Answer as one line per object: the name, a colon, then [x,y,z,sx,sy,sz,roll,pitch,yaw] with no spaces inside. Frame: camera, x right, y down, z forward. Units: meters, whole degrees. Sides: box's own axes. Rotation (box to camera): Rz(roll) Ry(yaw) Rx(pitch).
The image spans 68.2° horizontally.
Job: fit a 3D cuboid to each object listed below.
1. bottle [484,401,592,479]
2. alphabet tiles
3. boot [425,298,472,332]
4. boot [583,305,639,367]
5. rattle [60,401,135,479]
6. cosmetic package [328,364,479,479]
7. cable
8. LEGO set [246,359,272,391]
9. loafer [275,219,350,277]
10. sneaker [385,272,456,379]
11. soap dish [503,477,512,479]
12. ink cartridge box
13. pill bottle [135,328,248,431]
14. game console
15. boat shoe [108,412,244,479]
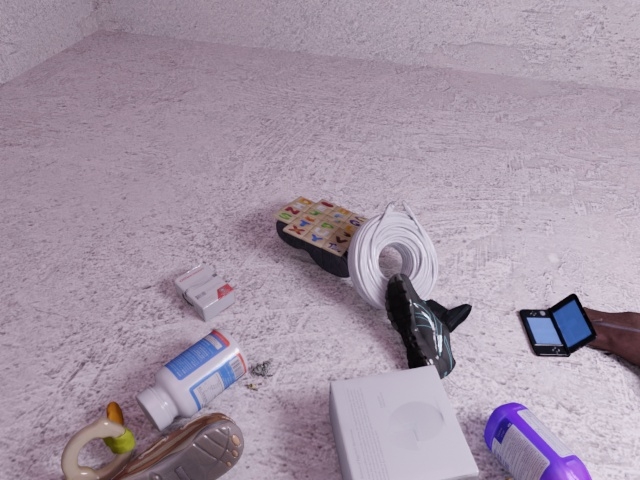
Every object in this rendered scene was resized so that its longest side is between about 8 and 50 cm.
bottle: [0.422,0.428,0.859,0.092,0.118,0.283,-3,24,-21]
alphabet tiles: [0.029,-0.047,1.379,0.285,0.011,0.342,24,24,10]
boot: [0.323,0.183,1.228,0.121,0.045,0.099,-31,44,-34]
boot: [0.734,0.269,1.132,0.207,0.090,0.248,7,43,24]
rattle: [-0.472,0.426,0.926,0.143,0.130,0.199,27,74,40]
cosmetic package: [0.145,0.390,0.925,0.225,0.138,0.224,-5,43,-9]
cable: [0.187,0.056,1.231,0.257,0.089,0.257,-43,102,-25]
LEGO set: [-0.139,0.306,1.094,0.054,0.023,0.083,5,43,4]
loafer: [0.000,0.000,1.377,0.302,0.109,0.095,31,46,33]
sneaker: [0.236,0.203,1.125,0.106,0.101,0.267,-11,76,-29]
soap dish: [0.269,0.550,0.725,0.229,0.118,0.291,-25,47,2]
ink cartridge box: [-0.306,0.136,1.252,0.099,0.056,0.135,-33,53,-32]
pill bottle: [-0.277,0.301,1.023,0.124,0.124,0.221,34,51,31]
game console: [0.584,0.207,1.174,0.124,0.085,0.144,1,42,0]
boat shoe: [-0.298,0.442,0.894,0.324,0.123,0.116,-26,15,-16]
